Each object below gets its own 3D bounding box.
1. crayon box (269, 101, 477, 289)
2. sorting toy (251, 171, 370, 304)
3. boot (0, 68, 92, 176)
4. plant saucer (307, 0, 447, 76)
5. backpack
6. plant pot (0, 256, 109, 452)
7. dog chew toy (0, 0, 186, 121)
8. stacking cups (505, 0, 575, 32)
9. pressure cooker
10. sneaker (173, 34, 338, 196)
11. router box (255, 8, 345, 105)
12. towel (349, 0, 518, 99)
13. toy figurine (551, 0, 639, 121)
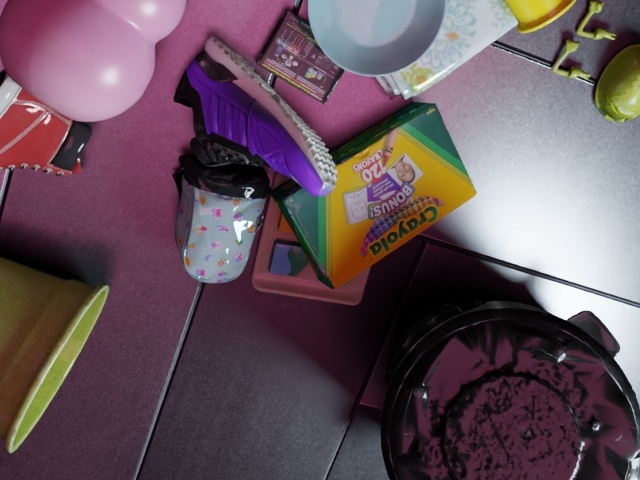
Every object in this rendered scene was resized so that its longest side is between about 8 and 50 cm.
[{"bbox_3d":[0.083,-0.072,1.247,0.278,0.081,0.165,-33,111,-11],"label":"crayon box"},{"bbox_3d":[0.000,0.000,1.320,0.192,0.038,0.208,10,109,-12],"label":"sorting toy"},{"bbox_3d":[-0.457,-0.113,1.191,0.244,0.088,0.176,-38,129,18],"label":"boot"},{"bbox_3d":[0.076,-0.326,1.117,0.194,0.037,0.195,-3,113,-8],"label":"plant saucer"},{"bbox_3d":[-0.162,-0.028,1.245,0.151,0.115,0.182,11,111,-15],"label":"backpack"},{"bbox_3d":[-0.493,0.128,1.195,0.253,0.276,0.276,30,104,-6],"label":"plant pot"},{"bbox_3d":[-0.274,-0.325,1.079,0.206,0.206,0.332,35,94,-19],"label":"dog chew toy"},{"bbox_3d":[0.220,-0.426,1.073,0.096,0.096,0.316,-39,112,7],"label":"stacking cups"},{"bbox_3d":[0.284,0.280,1.282,0.369,0.420,0.376,4,89,11],"label":"pressure cooker"},{"bbox_3d":[-0.104,-0.146,1.169,0.146,0.102,0.293,-45,73,11],"label":"sneaker"},{"bbox_3d":[-0.022,-0.274,1.213,0.122,0.038,0.092,29,103,-17],"label":"router box"},{"bbox_3d":[0.170,-0.425,1.162,0.374,0.090,0.320,-35,114,6],"label":"towel"},{"bbox_3d":[0.532,-0.337,1.176,0.191,0.217,0.363,29,103,-17],"label":"toy figurine"}]
